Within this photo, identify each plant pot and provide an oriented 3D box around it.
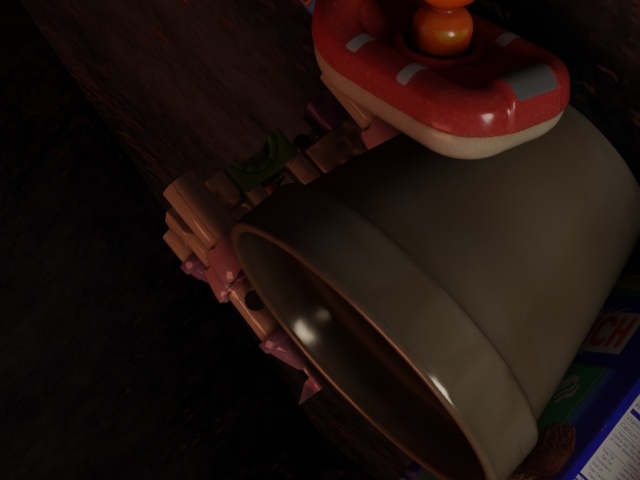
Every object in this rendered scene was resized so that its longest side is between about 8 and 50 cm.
[{"bbox_3d":[0.129,0.017,1.210,0.323,0.280,0.323,45,167,13],"label":"plant pot"}]

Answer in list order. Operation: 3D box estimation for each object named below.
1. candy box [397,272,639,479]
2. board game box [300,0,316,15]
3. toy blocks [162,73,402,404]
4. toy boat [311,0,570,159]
[{"bbox_3d":[0.239,0.182,1.286,0.122,0.317,0.268,45,167,-15],"label":"candy box"},{"bbox_3d":[-0.003,-0.270,1.289,0.211,0.039,0.160,47,167,-12],"label":"board game box"},{"bbox_3d":[0.000,0.000,1.553,0.260,0.288,0.309,50,164,5],"label":"toy blocks"},{"bbox_3d":[0.097,-0.177,1.112,0.231,0.151,0.151,35,134,36],"label":"toy boat"}]
